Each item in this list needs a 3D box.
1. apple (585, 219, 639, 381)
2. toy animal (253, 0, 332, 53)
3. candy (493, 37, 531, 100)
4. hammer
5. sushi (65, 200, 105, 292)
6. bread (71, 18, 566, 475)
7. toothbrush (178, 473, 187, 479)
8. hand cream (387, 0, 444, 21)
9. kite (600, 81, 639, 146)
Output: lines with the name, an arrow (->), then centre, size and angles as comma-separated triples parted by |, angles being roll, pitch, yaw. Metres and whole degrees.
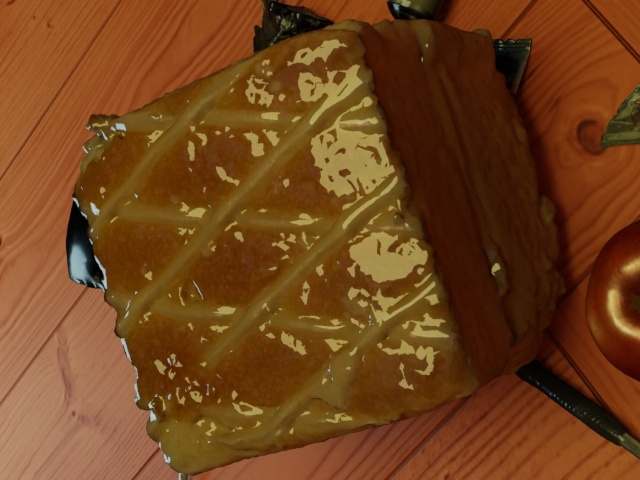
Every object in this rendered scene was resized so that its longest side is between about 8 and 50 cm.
apple -> 0.314, 0.053, 1.269 | 0.163, 0.139, 0.163 | -7, 79, 41
toy animal -> -0.049, -0.201, 1.672 | 0.105, 0.070, 0.202 | 16, 103, 50
candy -> 0.165, -0.146, 1.485 | 0.088, 0.038, 0.136 | 7, 81, 38
hammer -> 0.278, 0.175, 1.365 | 0.246, 0.029, 0.103 | 40, 112, 38
sushi -> -0.184, -0.046, 1.690 | 0.200, 0.213, 0.204 | 12, 109, 19
bread -> 0.000, 0.000, 1.407 | 0.390, 0.279, 0.371 | -21, 84, 31
toothbrush -> -0.162, 0.226, 1.745 | 0.026, 0.024, 0.288 | 8, 92, 55
hand cream -> 0.131, -0.333, 1.526 | 0.086, 0.055, 0.235 | 26, 96, 37
kite -> 0.370, -0.208, 1.331 | 0.314, 0.011, 0.335 | 49, 116, 33
